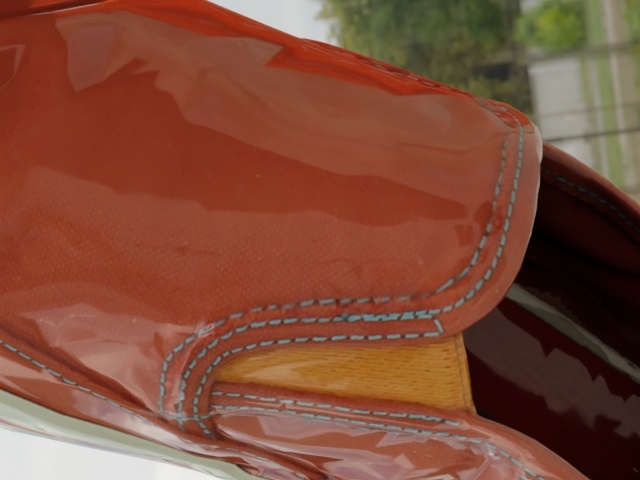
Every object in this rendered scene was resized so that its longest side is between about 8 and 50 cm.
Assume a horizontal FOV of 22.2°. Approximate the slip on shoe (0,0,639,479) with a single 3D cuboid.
[{"bbox_3d":[0.000,0.000,0.350,0.331,0.101,0.123,32,-134,-16],"label":"slip on shoe"}]
